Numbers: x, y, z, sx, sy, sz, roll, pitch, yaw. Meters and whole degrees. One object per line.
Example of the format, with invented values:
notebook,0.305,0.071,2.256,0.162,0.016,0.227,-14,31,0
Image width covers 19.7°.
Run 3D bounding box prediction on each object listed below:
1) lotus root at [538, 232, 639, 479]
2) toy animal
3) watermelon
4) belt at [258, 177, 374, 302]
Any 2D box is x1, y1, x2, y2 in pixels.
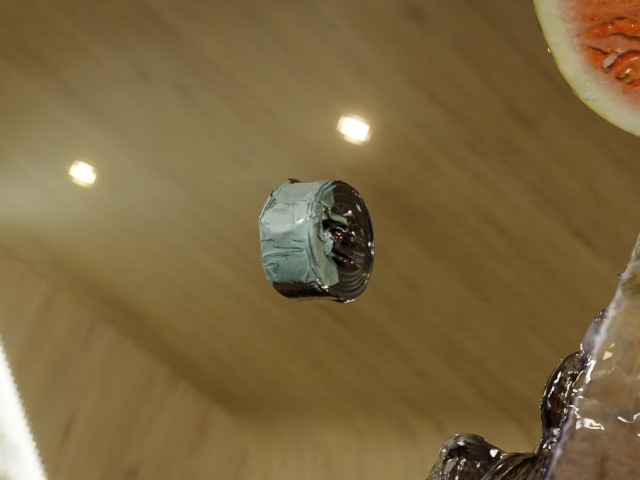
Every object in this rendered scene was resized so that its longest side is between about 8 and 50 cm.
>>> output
lotus root,0.208,0.125,0.987,0.192,0.272,0.272,12,-20,8
toy animal,0.157,0.172,1.292,0.160,0.197,0.272,49,-13,-9
watermelon,0.265,-0.207,1.477,0.159,0.128,0.303,-9,-60,30
belt,0.000,0.000,1.555,0.058,0.105,0.140,-1,-5,26
